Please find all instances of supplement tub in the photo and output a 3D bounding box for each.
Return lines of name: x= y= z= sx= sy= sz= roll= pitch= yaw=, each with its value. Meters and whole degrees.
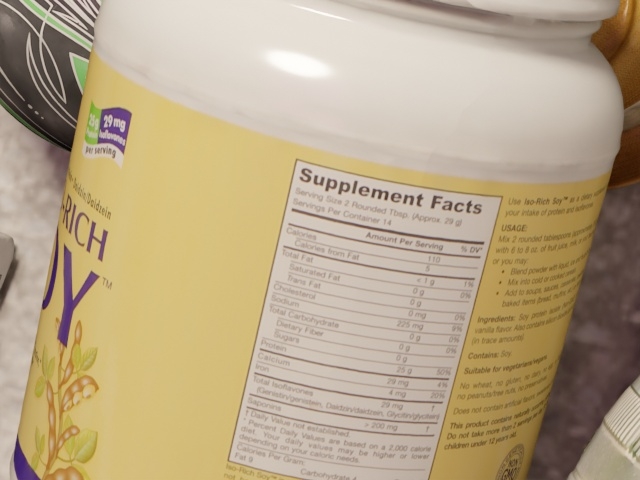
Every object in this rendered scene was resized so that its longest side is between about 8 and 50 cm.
supplement tub: x=0.000 y=0.000 z=0.869 sx=0.241 sy=0.241 sz=0.331 roll=18 pitch=107 yaw=19

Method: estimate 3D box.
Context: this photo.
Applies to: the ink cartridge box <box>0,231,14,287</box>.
ink cartridge box: x=-0.336 y=0.000 z=1.036 sx=0.273 sy=0.197 sz=0.114 roll=18 pitch=91 yaw=19

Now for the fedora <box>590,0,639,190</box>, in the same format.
fedora: x=0.133 y=-0.124 z=0.967 sx=0.194 sy=0.079 sz=0.194 roll=-2 pitch=82 yaw=17

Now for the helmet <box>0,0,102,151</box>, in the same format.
helmet: x=-0.112 y=-0.123 z=0.999 sx=0.169 sy=0.161 sz=0.169 roll=-3 pitch=81 yaw=19

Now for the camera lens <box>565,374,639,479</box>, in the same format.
camera lens: x=0.254 y=0.092 z=0.827 sx=0.219 sy=0.219 sz=0.274 roll=40 pitch=95 yaw=18
